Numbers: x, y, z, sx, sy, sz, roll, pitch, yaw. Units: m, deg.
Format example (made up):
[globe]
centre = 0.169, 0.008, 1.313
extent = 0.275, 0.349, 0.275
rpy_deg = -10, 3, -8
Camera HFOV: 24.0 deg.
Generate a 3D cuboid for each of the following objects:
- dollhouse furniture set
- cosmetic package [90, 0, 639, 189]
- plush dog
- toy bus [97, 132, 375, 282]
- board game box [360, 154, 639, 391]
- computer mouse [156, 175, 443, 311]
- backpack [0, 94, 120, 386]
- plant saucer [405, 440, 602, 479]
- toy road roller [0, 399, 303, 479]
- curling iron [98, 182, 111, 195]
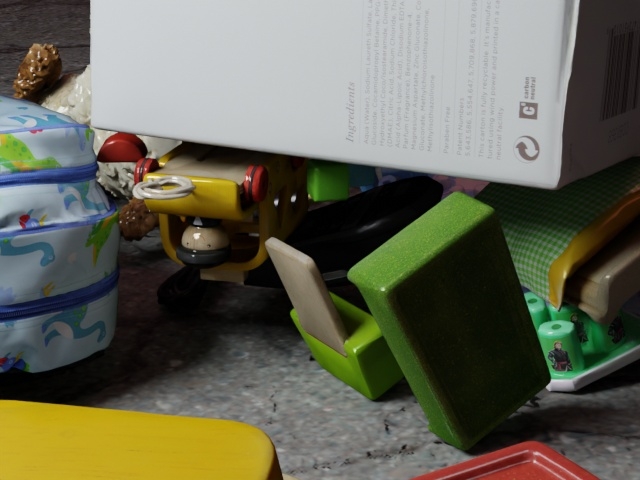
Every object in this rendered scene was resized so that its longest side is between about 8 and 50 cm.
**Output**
[dollhouse furniture set]
centre = 0.130, -0.021, 1.091
extent = 0.301, 0.151, 0.197
rpy_deg = -36, 32, -18
[cosmetic package]
centre = 0.040, -0.147, 1.116
extent = 0.385, 0.156, 0.217
rpy_deg = 10, 16, 27
[plush dog]
centre = -0.181, -0.103, 1.466
extent = 0.262, 0.210, 0.225
rpy_deg = 35, -13, -35
[toy bus]
centre = -0.074, -0.022, 1.161
extent = 0.202, 0.104, 0.191
rpy_deg = -10, 20, -27
[board game box]
centre = 0.267, -0.056, 1.284
extent = 0.390, 0.050, 0.390
rpy_deg = -25, 29, -12
[computer mouse]
centre = 0.000, 0.000, 1.293
extent = 0.262, 0.060, 0.184
rpy_deg = -19, 17, 21
[backpack]
centre = -0.301, -0.009, 1.164
extent = 0.290, 0.273, 0.355
rpy_deg = -1, 29, -34
[plant saucer]
centre = 0.097, 0.191, 0.815
extent = 0.259, 0.047, 0.258
rpy_deg = -13, 23, -27
[toy road roller]
centre = -0.153, 0.207, 0.587
extent = 0.330, 0.202, 0.240
rpy_deg = 0, 31, 21
[curling iron]
centre = -0.230, -0.045, 1.529
extent = 0.068, 0.035, 0.274
rpy_deg = 26, 22, 13
